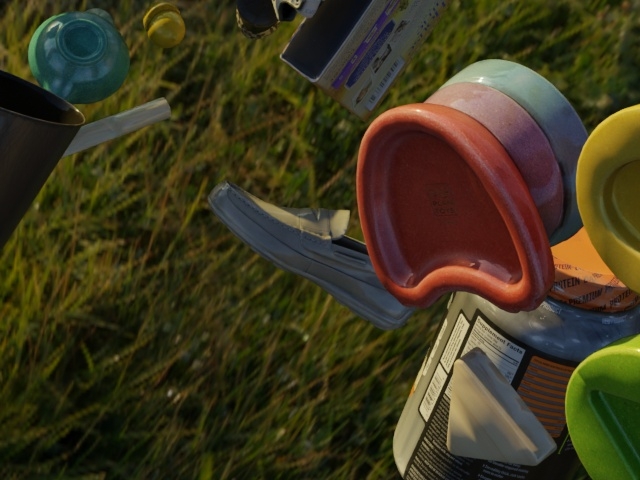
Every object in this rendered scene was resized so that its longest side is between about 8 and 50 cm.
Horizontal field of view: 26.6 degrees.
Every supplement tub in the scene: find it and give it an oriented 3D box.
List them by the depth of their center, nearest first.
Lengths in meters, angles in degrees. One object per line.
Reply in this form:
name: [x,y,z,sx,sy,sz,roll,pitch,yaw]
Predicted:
supplement tub: [0.208,0.128,1.386,0.193,0.316,0.194,15,31,-9]

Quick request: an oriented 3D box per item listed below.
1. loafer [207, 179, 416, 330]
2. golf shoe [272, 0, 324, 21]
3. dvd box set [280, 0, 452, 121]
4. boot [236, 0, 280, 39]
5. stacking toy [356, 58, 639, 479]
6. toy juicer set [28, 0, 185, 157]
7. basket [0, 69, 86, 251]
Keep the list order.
loafer: [0.000,0.000,1.813,0.319,0.112,0.111,30,101,-11]
golf shoe: [0.000,-0.292,1.499,0.069,0.176,0.086,0,85,-29]
dvd box set: [0.095,-0.316,1.773,0.062,0.420,0.308,36,96,9]
boot: [-0.060,-0.379,1.757,0.085,0.178,0.236,16,87,-5]
stacking toy: [0.182,0.020,0.837,0.130,0.309,0.280,-30,117,-34]
toy juicer set: [-0.285,-0.248,1.813,0.209,0.089,0.329,-2,73,-15]
basket: [-0.399,-0.070,1.503,0.204,0.227,0.154,17,17,-36]
